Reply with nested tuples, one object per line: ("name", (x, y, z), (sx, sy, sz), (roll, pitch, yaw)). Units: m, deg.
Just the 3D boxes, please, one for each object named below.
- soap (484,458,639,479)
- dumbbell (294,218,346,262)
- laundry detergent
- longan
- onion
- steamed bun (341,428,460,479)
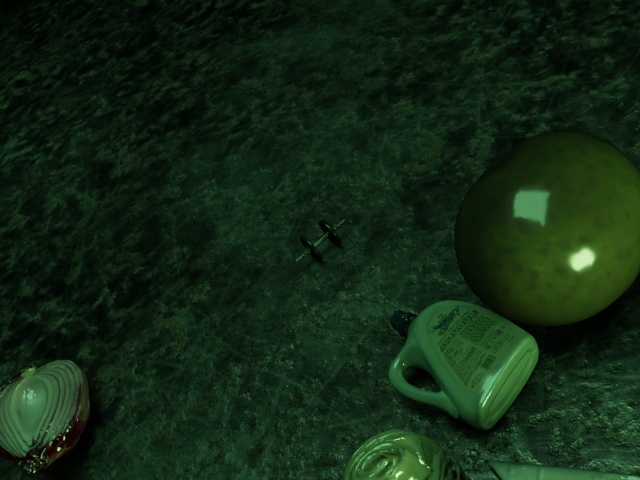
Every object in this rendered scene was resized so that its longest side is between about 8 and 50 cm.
("soap", (0.370, 0.467, 1.274), (0.302, 0.159, 0.258), (-1, 52, 29))
("dumbbell", (0.000, 0.000, 1.965), (0.147, 0.069, 0.069), (-40, 44, -11))
("laundry detergent", (0.231, 0.207, 1.622), (0.280, 0.105, 0.215), (22, 65, 38))
("longan", (0.410, -0.021, 1.596), (0.361, 0.361, 0.361), (-15, 45, 15))
("onion", (-0.579, 0.393, 1.863), (0.227, 0.120, 0.283), (-23, 40, 4))
("steamed bun", (0.126, 0.403, 1.464), (0.211, 0.144, 0.218), (-15, 45, 14))
